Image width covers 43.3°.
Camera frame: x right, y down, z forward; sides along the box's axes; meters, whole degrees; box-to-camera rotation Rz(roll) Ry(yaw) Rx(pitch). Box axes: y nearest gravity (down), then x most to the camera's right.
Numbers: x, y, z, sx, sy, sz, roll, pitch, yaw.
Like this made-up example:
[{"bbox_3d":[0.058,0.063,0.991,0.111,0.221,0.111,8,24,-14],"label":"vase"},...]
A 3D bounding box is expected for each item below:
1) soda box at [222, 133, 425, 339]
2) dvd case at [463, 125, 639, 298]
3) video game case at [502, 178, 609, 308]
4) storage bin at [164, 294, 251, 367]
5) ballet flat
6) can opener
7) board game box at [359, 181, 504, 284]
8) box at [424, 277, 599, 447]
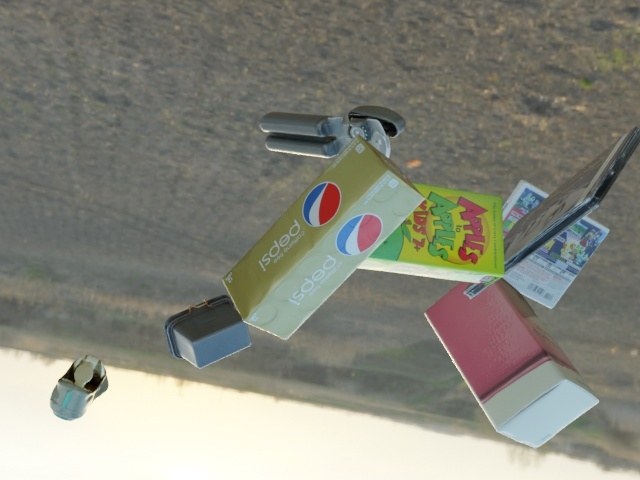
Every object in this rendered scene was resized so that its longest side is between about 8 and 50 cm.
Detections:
[{"bbox_3d":[0.000,0.000,0.701,0.061,0.181,0.058,31,-162,-46],"label":"soda box"},{"bbox_3d":[0.266,-0.029,0.931,0.018,0.164,0.221,45,140,2],"label":"dvd case"},{"bbox_3d":[0.395,0.010,1.466,0.201,0.183,0.023,26,-163,-17],"label":"video game case"},{"bbox_3d":[-0.189,0.158,1.400,0.135,0.098,0.091,-22,-153,-28],"label":"storage bin"},{"bbox_3d":[-0.369,0.217,1.270,0.072,0.068,0.213,22,-173,-7],"label":"ballet flat"},{"bbox_3d":[0.021,-0.188,1.382,0.283,0.095,0.076,13,130,43],"label":"can opener"},{"bbox_3d":[0.106,-0.011,0.866,0.181,0.092,0.043,8,160,-15],"label":"board game box"},{"bbox_3d":[0.288,0.176,1.231,0.148,0.127,0.232,31,-157,-47],"label":"box"}]
